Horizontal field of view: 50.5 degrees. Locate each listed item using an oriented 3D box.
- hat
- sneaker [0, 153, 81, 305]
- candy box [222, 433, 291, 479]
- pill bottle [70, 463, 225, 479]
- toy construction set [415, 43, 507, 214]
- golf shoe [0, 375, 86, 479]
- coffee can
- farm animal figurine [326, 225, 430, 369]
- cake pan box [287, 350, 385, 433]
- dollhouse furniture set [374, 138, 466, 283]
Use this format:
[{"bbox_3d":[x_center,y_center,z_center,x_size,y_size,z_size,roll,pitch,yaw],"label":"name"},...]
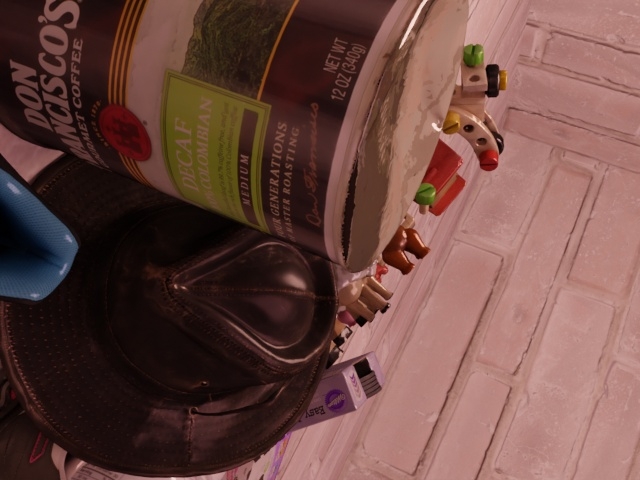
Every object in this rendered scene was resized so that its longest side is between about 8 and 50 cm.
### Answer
[{"bbox_3d":[-0.082,0.050,0.561,0.331,0.134,0.331,5,82,-37],"label":"hat"},{"bbox_3d":[-0.229,-0.056,0.280,0.125,0.140,0.341,-64,162,-7],"label":"sneaker"},{"bbox_3d":[-0.140,0.443,1.288,0.164,0.070,0.196,-70,164,9],"label":"candy box"},{"bbox_3d":[-0.226,0.311,0.706,0.283,0.160,0.160,-51,156,-44],"label":"pill bottle"},{"bbox_3d":[0.199,-0.221,1.214,0.309,0.257,0.237,-53,156,-31],"label":"toy construction set"},{"bbox_3d":[-0.201,0.128,0.633,0.273,0.120,0.105,-55,157,-40],"label":"golf shoe"},{"bbox_3d":[-0.063,-0.120,0.474,0.201,0.275,0.201,-56,159,-35],"label":"coffee can"},{"bbox_3d":[-0.021,0.079,0.970,0.330,0.172,0.327,-49,176,26],"label":"farm animal figurine"},{"bbox_3d":[-0.033,0.262,1.112,0.246,0.267,0.070,3,65,-76],"label":"cake pan box"},{"bbox_3d":[0.146,-0.059,1.485,0.374,0.152,0.201,-50,163,0],"label":"dollhouse furniture set"}]
